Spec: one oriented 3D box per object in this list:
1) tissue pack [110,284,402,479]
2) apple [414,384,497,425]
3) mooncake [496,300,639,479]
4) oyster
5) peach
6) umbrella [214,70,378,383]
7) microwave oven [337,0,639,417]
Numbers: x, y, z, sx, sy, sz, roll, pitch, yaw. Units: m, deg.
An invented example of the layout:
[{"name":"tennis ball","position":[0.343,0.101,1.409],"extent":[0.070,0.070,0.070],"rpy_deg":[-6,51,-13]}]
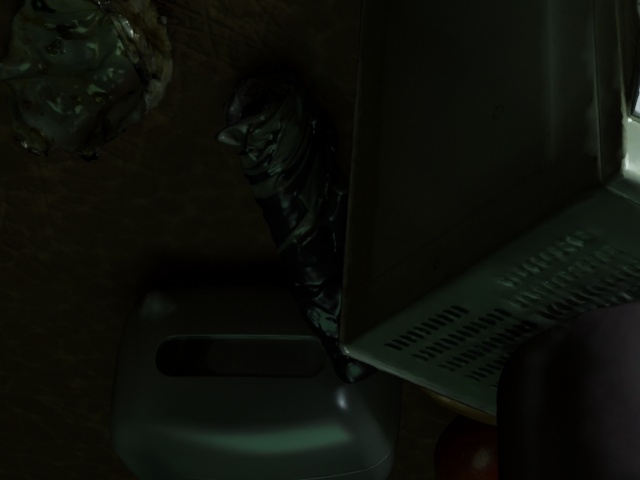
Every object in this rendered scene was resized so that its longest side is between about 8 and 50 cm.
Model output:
[{"name":"tissue pack","position":[-0.074,0.169,1.604],"extent":[0.333,0.229,0.236],"rpy_deg":[0,149,8]},{"name":"apple","position":[0.226,0.079,1.485],"extent":[0.309,0.314,0.252],"rpy_deg":[-15,100,21]},{"name":"mooncake","position":[0.229,0.137,0.897],"extent":[0.245,0.133,0.245],"rpy_deg":[3,154,1]},{"name":"oyster","position":[-0.222,-0.171,1.253],"extent":[0.166,0.094,0.294],"rpy_deg":[40,146,-17]},{"name":"peach","position":[0.282,0.291,1.744],"extent":[0.275,0.248,0.245],"rpy_deg":[-19,115,27]},{"name":"umbrella","position":[0.003,-0.004,1.372],"extent":[0.106,0.113,0.357],"rpy_deg":[-13,125,12]},{"name":"microwave oven","position":[0.204,-0.103,1.006],"extent":[0.247,0.394,0.333],"rpy_deg":[23,143,-26]}]
